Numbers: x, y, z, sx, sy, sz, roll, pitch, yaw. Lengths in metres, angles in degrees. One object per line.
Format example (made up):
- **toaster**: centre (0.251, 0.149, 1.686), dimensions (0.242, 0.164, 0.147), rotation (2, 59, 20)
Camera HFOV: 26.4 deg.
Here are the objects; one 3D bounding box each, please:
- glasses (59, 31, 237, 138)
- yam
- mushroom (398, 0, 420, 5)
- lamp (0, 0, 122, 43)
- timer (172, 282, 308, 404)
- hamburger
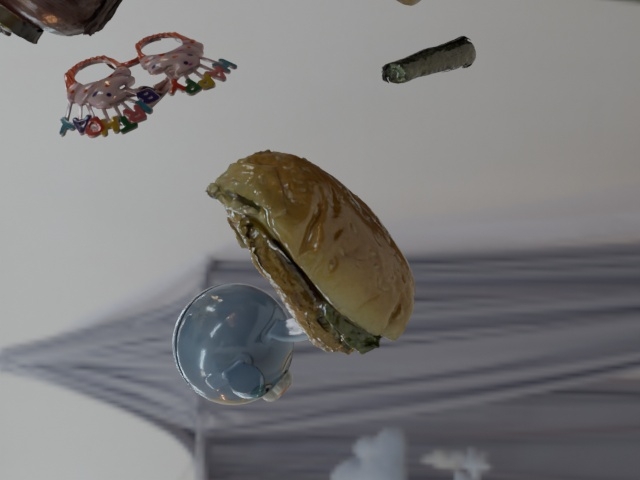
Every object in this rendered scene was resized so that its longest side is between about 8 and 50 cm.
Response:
- **glasses**: centre (-0.240, -0.192, 1.845), dimensions (0.162, 0.255, 0.095), rotation (43, 155, 47)
- **yam**: centre (0.104, -0.166, 1.293), dimensions (0.129, 0.027, 0.033), rotation (-26, -64, -46)
- **mushroom**: centre (0.214, -0.457, 2.053), dimensions (0.290, 0.292, 0.292), rotation (-40, 30, 32)
- **lamp**: centre (-0.269, -0.323, 1.480), dimensions (0.258, 0.180, 0.180), rotation (-55, 3, 7)
- **timer**: centre (-0.081, 0.149, 1.742), dimensions (0.255, 0.175, 0.175), rotation (26, 124, 45)
- **hamburger**: centre (0.000, 0.000, 1.319), dimensions (0.208, 0.135, 0.155), rotation (55, 174, -35)
